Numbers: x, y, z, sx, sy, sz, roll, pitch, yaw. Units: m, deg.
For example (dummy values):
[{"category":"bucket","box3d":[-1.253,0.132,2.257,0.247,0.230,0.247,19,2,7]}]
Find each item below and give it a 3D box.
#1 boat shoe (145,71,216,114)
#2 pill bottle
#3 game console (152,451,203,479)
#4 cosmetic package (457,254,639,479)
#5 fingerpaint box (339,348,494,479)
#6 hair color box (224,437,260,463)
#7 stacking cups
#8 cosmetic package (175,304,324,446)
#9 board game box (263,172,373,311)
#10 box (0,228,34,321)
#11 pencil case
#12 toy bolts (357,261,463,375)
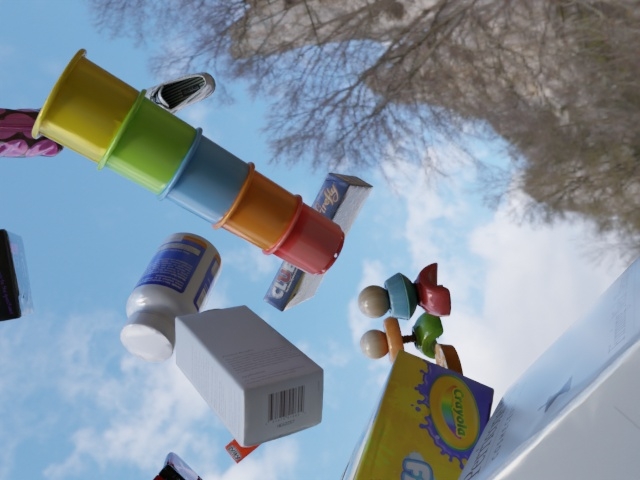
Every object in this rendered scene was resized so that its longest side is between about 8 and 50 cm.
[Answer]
[{"category":"boat shoe","box3d":[-0.336,-0.306,1.310,0.083,0.226,0.076,62,-174,-3]},{"category":"pill bottle","box3d":[-0.319,0.120,1.302,0.152,0.152,0.272,58,-151,-29]},{"category":"game console","box3d":[-0.184,0.376,0.824,0.085,0.124,0.144,-44,-87,-11]},{"category":"cosmetic package","box3d":[0.387,0.179,0.548,0.327,0.394,0.329,42,-155,15]},{"category":"fingerpaint box","box3d":[0.074,0.441,0.838,0.445,0.163,0.371,-60,-11,-50]},{"category":"hair color box","box3d":[-0.114,0.366,1.191,0.043,0.141,0.072,49,-175,7]},{"category":"stacking cups","box3d":[-0.112,-0.067,0.611,0.316,0.096,0.096,28,-115,-20]},{"category":"cosmetic package","box3d":[-0.104,0.171,0.827,0.117,0.231,0.086,-6,-72,-31]},{"category":"board game box","box3d":[0.000,0.000,1.070,0.243,0.042,0.165,-62,-14,12]},{"category":"box","box3d":[-0.606,0.073,0.942,0.270,0.165,0.144,-9,-90,-19]},{"category":"pencil case","box3d":[-0.495,-0.165,0.925,0.209,0.098,0.095,-20,-67,-55]},{"category":"toy bolts","box3d":[0.154,0.172,1.109,0.218,0.158,0.229,-102,3,-58]}]
